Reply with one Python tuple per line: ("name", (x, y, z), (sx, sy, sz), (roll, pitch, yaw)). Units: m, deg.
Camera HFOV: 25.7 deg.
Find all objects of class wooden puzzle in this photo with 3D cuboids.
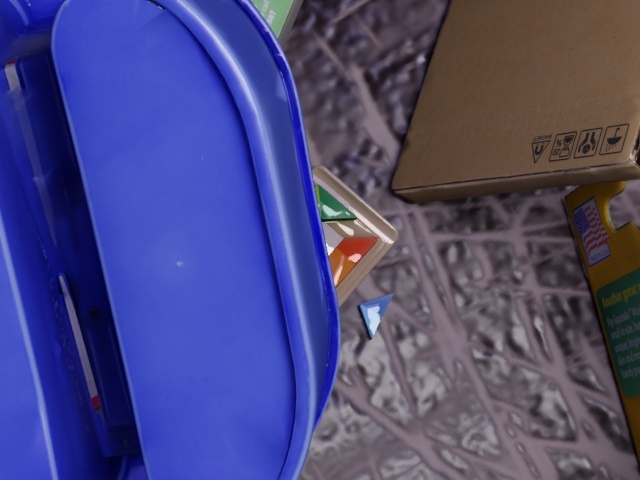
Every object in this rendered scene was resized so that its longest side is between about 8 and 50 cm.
("wooden puzzle", (0.000, 0.000, 0.838), (0.116, 0.014, 0.078), (34, 76, 0))

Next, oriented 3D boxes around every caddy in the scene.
("caddy", (-0.119, 0.007, 0.722), (0.241, 0.179, 0.341), (-10, 101, 1))

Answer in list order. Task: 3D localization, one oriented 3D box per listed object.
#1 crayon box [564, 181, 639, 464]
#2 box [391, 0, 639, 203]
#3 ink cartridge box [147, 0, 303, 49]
("crayon box", (0.241, 0.098, 0.752), (0.083, 0.203, 0.323), (-13, 80, -12))
("box", (0.127, -0.105, 0.788), (0.021, 0.201, 0.164), (27, 74, -29))
("ink cartridge box", (-0.112, -0.176, 0.820), (0.212, 0.093, 0.154), (22, 77, -1))
